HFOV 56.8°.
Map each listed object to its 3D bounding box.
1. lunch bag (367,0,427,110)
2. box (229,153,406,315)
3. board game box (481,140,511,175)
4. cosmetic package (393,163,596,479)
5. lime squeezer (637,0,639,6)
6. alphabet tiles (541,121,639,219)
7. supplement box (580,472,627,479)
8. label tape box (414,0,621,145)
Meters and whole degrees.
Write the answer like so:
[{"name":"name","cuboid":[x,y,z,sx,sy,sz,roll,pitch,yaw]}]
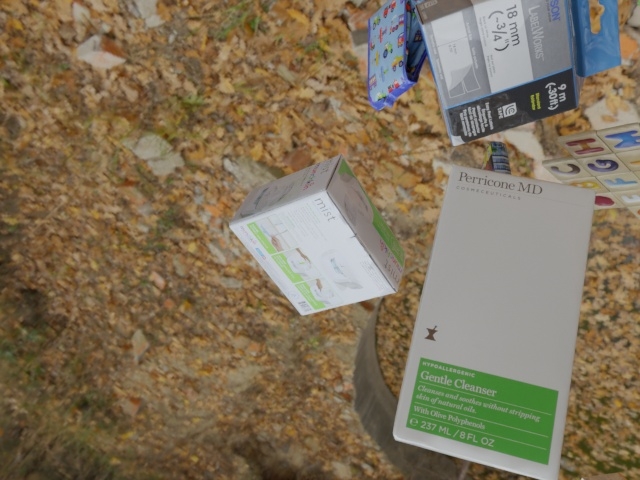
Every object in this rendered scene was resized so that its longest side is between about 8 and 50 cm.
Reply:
[{"name":"lunch bag","cuboid":[0.211,-0.511,1.643,0.138,0.293,0.221,16,169,-20]},{"name":"box","cuboid":[0.000,0.000,1.148,0.231,0.126,0.262,-19,121,31]},{"name":"board game box","cuboid":[0.359,-0.062,1.175,0.060,0.194,0.194,-3,151,4]},{"name":"cosmetic package","cuboid":[0.227,0.104,0.788,0.197,0.365,0.155,11,164,11]},{"name":"lime squeezer","cuboid":[0.785,-0.586,1.373,0.059,0.310,0.110,30,121,10]},{"name":"alphabet tiles","cuboid":[0.515,-0.096,0.844,0.285,0.011,0.343,28,161,-35]},{"name":"supplement box","cuboid":[0.514,0.464,1.084,0.036,0.098,0.062,-129,49,-56]},{"name":"label tape box","cuboid":[0.356,-0.333,1.015,0.334,0.106,0.240,-16,126,12]}]
